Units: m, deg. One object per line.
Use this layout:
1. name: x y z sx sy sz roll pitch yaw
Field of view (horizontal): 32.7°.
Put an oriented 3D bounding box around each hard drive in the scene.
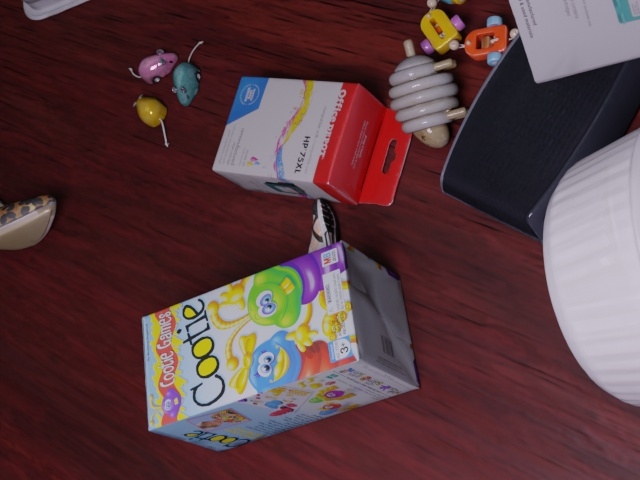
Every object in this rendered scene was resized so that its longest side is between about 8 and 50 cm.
1. hard drive: 0.247 -0.140 1.203 0.172 0.054 0.255 31 90 38

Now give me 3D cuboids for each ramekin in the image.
1. ramekin: 0.309 0.027 0.977 0.127 0.272 0.273 -19 62 40

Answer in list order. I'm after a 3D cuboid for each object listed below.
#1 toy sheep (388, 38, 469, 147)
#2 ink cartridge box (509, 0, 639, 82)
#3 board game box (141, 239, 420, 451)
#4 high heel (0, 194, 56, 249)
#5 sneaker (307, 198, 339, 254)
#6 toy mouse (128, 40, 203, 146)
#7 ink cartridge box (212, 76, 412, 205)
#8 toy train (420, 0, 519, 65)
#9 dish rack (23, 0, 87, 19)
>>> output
1. toy sheep: 0.122 -0.172 1.276 0.091 0.091 0.132 -15 89 28
2. ink cartridge box: 0.319 -0.320 1.086 0.270 0.197 0.198 -12 45 19
3. board game box: -0.050 0.126 1.237 0.275 0.144 0.142 -22 61 24
4. high heel: -0.489 -0.069 1.630 0.261 0.093 0.186 -26 65 33
5. sneaker: 0.000 0.000 1.320 0.043 0.040 0.109 -23 60 27
6. toy mouse: -0.221 -0.236 1.562 0.143 0.031 0.161 -49 53 8
7. ink cartridge box: -0.008 -0.124 1.350 0.231 0.078 0.134 8 77 35
8. toy train: 0.182 -0.274 1.308 0.125 0.046 0.166 -11 69 28
9. dish rack: -0.392 -0.544 1.773 0.285 0.072 0.333 -14 64 29
